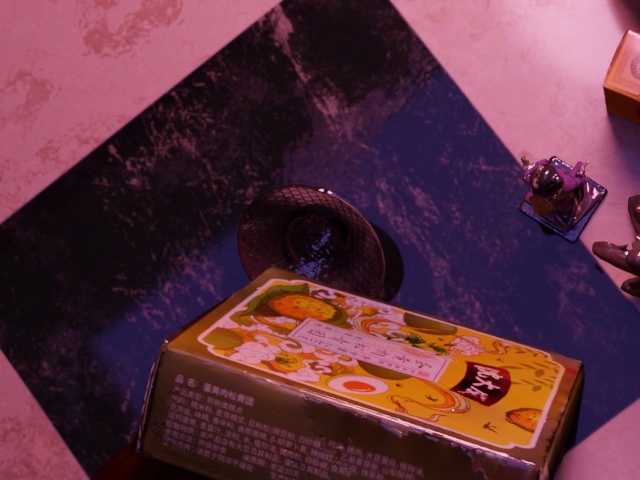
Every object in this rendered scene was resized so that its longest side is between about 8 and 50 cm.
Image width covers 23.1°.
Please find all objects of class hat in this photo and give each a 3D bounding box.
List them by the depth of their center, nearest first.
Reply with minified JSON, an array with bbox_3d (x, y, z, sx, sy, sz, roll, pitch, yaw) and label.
[{"bbox_3d":[0.000,0.000,1.916,0.193,0.082,0.193,10,122,17],"label":"hat"}]

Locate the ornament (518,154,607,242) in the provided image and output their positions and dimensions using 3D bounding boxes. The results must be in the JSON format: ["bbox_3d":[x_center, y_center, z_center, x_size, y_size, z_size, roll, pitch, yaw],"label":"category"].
[{"bbox_3d":[0.265,-0.068,1.810,0.081,0.203,0.088,32,92,21],"label":"ornament"}]

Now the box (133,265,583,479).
[{"bbox_3d":[0.057,0.182,1.714,0.420,0.373,0.138,17,105,12],"label":"box"}]

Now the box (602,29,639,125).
[{"bbox_3d":[0.462,-0.142,1.787,0.274,0.174,0.076,25,89,13],"label":"box"}]

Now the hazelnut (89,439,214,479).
[{"bbox_3d":[-0.108,0.415,1.726,0.421,0.353,0.420,6,75,-23],"label":"hazelnut"}]

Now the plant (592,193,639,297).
[{"bbox_3d":[0.472,0.040,1.765,0.321,0.181,0.194,42,92,8],"label":"plant"}]
